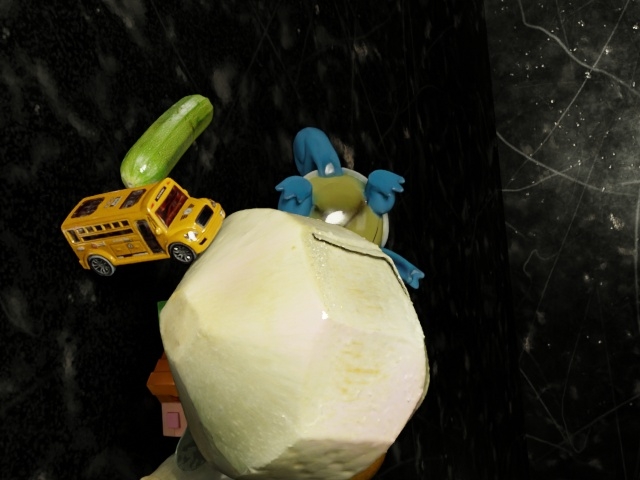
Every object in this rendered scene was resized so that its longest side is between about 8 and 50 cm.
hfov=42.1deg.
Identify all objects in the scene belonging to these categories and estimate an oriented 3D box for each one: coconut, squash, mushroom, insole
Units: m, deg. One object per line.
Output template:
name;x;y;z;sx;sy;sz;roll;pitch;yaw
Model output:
coconut;-0.047;0.128;1.032;0.352;0.353;0.352;20;67;-61
squash;-0.219;-0.143;1.197;0.066;0.066;0.229;69;30;-29
mushroom;-0.158;0.345;1.201;0.270;0.103;0.118;26;56;-48
insole;-0.138;0.239;1.140;0.193;0.006;0.065;-51;128;-43

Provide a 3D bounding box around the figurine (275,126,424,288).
figurine;0.012;-0.011;1.503;0.298;0.243;0.416;-7;88;-20

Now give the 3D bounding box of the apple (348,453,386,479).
apple;0.032;0.368;1.494;0.147;0.163;0.146;64;0;-19

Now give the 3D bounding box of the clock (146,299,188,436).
clock;-0.147;0.191;1.245;0.255;0.106;0.219;2;82;-59

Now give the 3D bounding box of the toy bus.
toy bus;-0.219;-0.020;1.026;0.088;0.194;0.083;63;33;-31
